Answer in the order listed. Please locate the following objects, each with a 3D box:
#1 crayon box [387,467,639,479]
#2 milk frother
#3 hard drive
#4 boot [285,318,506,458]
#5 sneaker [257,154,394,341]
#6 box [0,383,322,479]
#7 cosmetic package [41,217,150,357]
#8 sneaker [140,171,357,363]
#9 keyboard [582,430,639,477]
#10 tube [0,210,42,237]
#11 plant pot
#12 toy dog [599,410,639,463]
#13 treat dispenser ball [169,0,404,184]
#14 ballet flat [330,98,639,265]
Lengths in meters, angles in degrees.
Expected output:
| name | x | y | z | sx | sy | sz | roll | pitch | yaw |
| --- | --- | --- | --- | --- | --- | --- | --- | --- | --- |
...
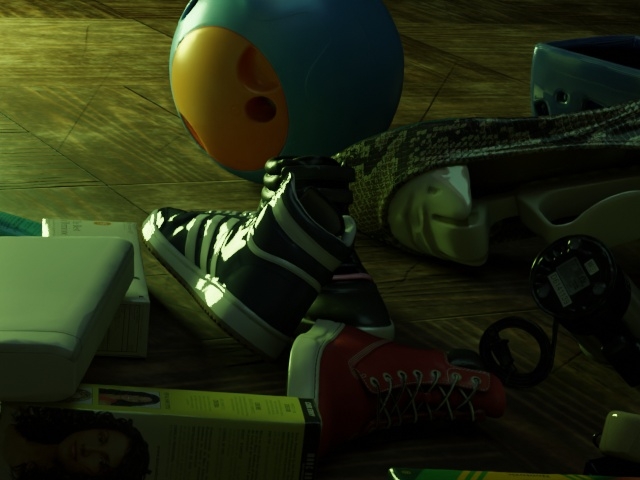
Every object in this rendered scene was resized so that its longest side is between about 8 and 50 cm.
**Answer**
| name | x | y | z | sx | sy | sz | roll | pitch | yaw |
| --- | --- | --- | --- | --- | --- | --- | --- | --- | --- |
| crayon box | 0.166 | 0.246 | 1.127 | 0.202 | 0.081 | 0.318 | 4 | 17 | -12 |
| milk frother | 0.233 | 0.084 | 1.681 | 0.143 | 0.129 | 0.135 | -17 | -30 | 21 |
| hard drive | -0.283 | 0.054 | 1.411 | 0.233 | 0.047 | 0.353 | 0 | 12 | 1 |
| boot | 0.063 | 0.129 | 1.470 | 0.176 | 0.088 | 0.244 | 11 | 14 | 8 |
| sneaker | 0.000 | 0.000 | 1.762 | 0.105 | 0.146 | 0.296 | 2 | 18 | -22 |
| box | -0.119 | 0.156 | 1.307 | 0.232 | 0.087 | 0.058 | 3 | 15 | -8 |
| cosmetic package | -0.217 | 0.040 | 1.691 | 0.099 | 0.060 | 0.239 | 4 | 17 | -11 |
| sneaker | -0.066 | -0.004 | 1.699 | 0.099 | 0.153 | 0.282 | 35 | 4 | -33 |
| keyboard | 0.291 | 0.193 | 1.458 | 0.192 | 0.038 | 0.100 | -5 | 43 | -37 |
| tube | -0.349 | -0.014 | 1.848 | 0.207 | 0.052 | 0.080 | 12 | 22 | 1 |
| plant pot | 0.406 | -0.129 | 2.237 | 0.236 | 0.212 | 0.236 | 20 | 21 | 39 |
| toy dog | 0.388 | 0.134 | 1.383 | 0.334 | 0.220 | 0.161 | -3 | 4 | -18 |
| treat dispenser ball | -0.042 | -0.208 | 2.188 | 0.288 | 0.288 | 0.288 | 6 | 17 | -2 |
| ballet flat | 0.229 | -0.055 | 1.952 | 0.483 | 0.164 | 0.182 | -8 | 40 | 6 |
